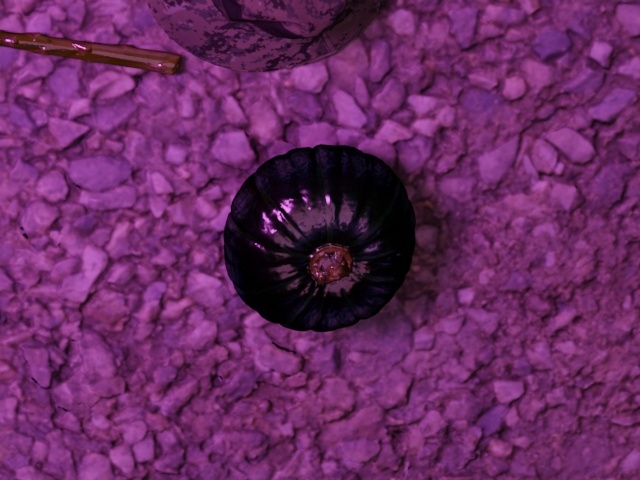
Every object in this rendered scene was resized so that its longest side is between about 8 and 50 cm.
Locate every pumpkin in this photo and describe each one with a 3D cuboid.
[{"bbox_3d":[0.000,0.000,1.690,0.202,0.140,0.202,-3,116,-5],"label":"pumpkin"}]

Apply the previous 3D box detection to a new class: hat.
[{"bbox_3d":[-0.037,-0.260,1.581,0.265,0.128,0.265,-4,115,-10],"label":"hat"}]

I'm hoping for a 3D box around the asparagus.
[{"bbox_3d":[-0.260,-0.187,1.636,0.248,0.025,0.024,6,155,-10],"label":"asparagus"}]
